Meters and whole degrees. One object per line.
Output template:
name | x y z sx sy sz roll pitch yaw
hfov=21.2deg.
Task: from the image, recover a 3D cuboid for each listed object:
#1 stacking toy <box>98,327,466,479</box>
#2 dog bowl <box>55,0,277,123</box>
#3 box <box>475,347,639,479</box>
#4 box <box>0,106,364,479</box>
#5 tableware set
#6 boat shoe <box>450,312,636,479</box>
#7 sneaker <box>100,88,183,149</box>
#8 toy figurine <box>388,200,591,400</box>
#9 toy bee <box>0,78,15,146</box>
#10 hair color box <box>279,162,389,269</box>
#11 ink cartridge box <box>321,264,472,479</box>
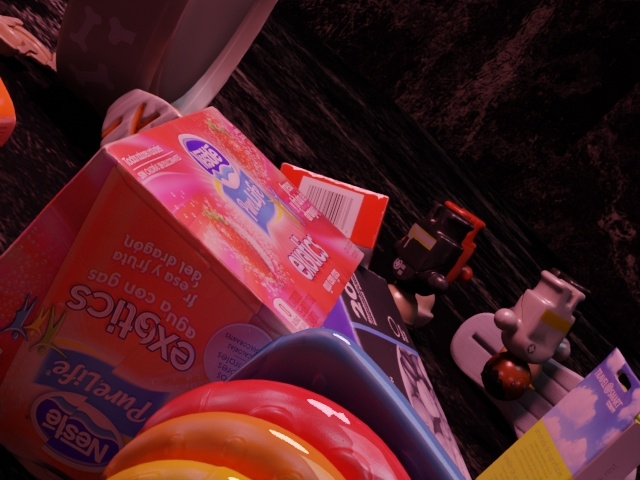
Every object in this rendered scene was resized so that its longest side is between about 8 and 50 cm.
stacking toy | -0.066 0.154 0.661 0.166 0.175 0.302 52 25 10
dog bowl | -0.109 -0.243 1.510 0.102 0.349 0.349 31 9 5
box | 0.221 0.187 1.495 0.042 0.178 0.109 41 11 -21
box | -0.088 0.033 0.970 0.142 0.154 0.300 44 11 -1
tableware set | -0.290 -0.204 1.485 0.169 0.020 0.141 45 10 0
boat shoe | 0.254 0.184 1.859 0.094 0.109 0.302 38 9 -42
sneaker | -0.101 -0.026 1.370 0.215 0.084 0.083 57 12 8
toy figurine | 0.160 0.068 1.755 0.209 0.148 0.213 33 6 6
toy bee | -0.285 -0.170 1.053 0.195 0.162 0.298 15 59 -40
hair color box | 0.000 0.000 1.445 0.093 0.053 0.167 18 -21 2
ink cartridge box | 0.034 0.105 1.310 0.208 0.045 0.206 26 39 -63
